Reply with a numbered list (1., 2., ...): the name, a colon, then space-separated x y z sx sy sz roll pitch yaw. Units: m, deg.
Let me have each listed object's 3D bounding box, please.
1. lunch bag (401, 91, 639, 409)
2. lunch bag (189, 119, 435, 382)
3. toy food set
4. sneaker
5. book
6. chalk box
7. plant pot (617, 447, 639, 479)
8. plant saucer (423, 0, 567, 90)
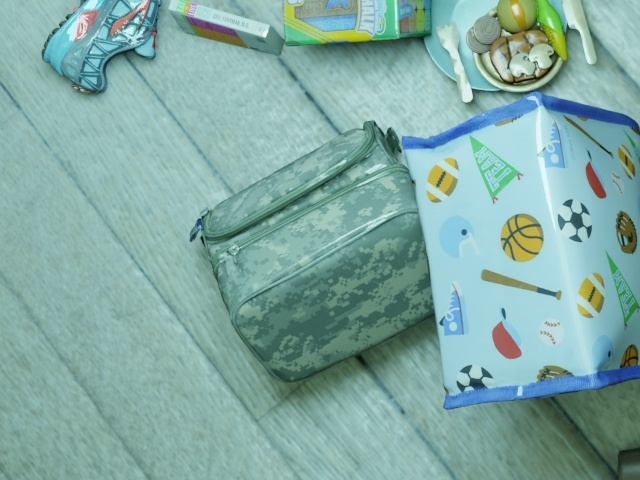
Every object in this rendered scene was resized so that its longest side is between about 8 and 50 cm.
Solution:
1. lunch bag: 0.288 0.019 1.400 0.238 0.385 0.328 -12 84 38
2. lunch bag: 0.000 0.000 1.523 0.305 0.213 0.256 -29 43 6
3. toy food set: 0.259 -0.261 1.543 0.192 0.038 0.133 -18 83 9
4. sneaker: -0.267 -0.317 1.666 0.125 0.104 0.262 44 98 -7
5. book: -0.129 -0.295 1.624 0.144 0.096 0.035 18 89 11
6. chalk box: 0.070 -0.326 1.538 0.213 0.132 0.132 2 101 26
7. plant pot: 0.458 0.314 1.447 0.165 0.167 0.167 -9 84 16
8. plant saucer: 0.235 -0.295 1.589 0.194 0.037 0.195 -1 85 10
